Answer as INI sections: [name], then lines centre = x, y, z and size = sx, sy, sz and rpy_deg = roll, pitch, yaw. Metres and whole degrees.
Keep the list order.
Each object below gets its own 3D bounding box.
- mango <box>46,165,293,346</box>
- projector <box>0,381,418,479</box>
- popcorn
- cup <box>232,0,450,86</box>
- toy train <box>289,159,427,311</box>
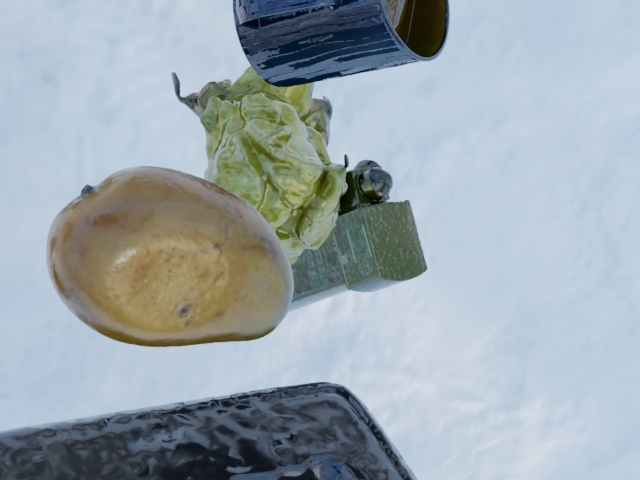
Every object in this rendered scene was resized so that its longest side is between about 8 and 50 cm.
[mango]
centre = -0.091, 0.011, 1.025
size = 0.165, 0.089, 0.115
rpy_deg = 0, 102, -21
[projector]
centre = -0.136, 0.344, 1.330
size = 0.395, 0.405, 0.242
rpy_deg = -7, 40, -28
[popcorn]
centre = -0.055, -0.079, 1.485
size = 0.174, 0.168, 0.195
rpy_deg = -6, 68, 10
[cup]
centre = 0.005, -0.192, 1.268
size = 0.138, 0.150, 0.113
rpy_deg = -9, 60, 32
[toy train]
centre = 0.000, 0.000, 1.680
size = 0.090, 0.225, 0.137
rpy_deg = -9, 81, -43
